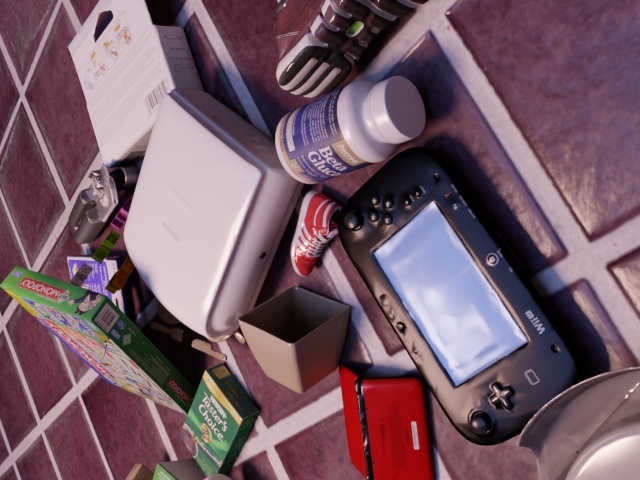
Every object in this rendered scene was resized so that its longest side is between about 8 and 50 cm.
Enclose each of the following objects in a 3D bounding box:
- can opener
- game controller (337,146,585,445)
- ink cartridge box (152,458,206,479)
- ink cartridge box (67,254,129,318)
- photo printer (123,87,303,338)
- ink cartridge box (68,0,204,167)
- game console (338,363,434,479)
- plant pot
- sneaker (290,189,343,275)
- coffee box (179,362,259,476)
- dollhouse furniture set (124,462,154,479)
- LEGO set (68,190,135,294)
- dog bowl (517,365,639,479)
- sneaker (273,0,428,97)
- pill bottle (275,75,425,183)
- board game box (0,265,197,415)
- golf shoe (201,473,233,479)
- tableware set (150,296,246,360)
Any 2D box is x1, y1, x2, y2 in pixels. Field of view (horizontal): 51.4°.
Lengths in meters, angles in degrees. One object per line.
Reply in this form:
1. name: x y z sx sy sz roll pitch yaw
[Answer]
1. can opener: -0.401 -0.066 1.246 0.283 0.095 0.076 -30 78 58
2. game controller: 0.141 0.056 0.723 0.166 0.067 0.319 -47 67 41
3. ink cartridge box: -0.240 0.515 1.160 0.153 0.086 0.209 22 97 40
4. ink cartridge box: -0.424 0.132 1.323 0.208 0.045 0.207 2 101 45
5. photo printer: -0.172 -0.030 0.973 0.256 0.107 0.308 41 120 31
6. ink cartridge box: -0.314 -0.281 1.107 0.275 0.060 0.239 -26 80 46
7. game console: 0.083 0.236 0.863 0.124 0.085 0.144 -6 97 14
8. plant pot: -0.031 0.138 0.895 0.109 0.109 0.096 18 124 41
9. sneaker: 0.000 0.000 0.869 0.067 0.042 0.119 27 115 42
10. coffee box: -0.174 0.308 1.117 0.113 0.040 0.184 47 129 27
11. dollhouse furniture set: -0.361 0.529 1.285 0.123 0.144 0.151 -12 127 46
12. LEGO set: -0.357 0.036 1.155 0.087 0.227 0.093 36 140 -14
13. dog bowl: 0.333 0.259 0.554 0.348 0.102 0.349 12 108 42
14. sneaker: 0.032 -0.303 0.729 0.281 0.106 0.163 -37 56 32
15. pill bottle: 0.034 -0.128 0.767 0.169 0.094 0.094 -14 89 46
16. board game box: -0.354 0.172 1.103 0.213 0.046 0.317 12 147 30
17. golf shoe: -0.066 0.451 1.009 0.306 0.115 0.140 39 114 25
18. tableware set: -0.197 0.107 1.094 0.194 0.039 0.128 14 94 37
